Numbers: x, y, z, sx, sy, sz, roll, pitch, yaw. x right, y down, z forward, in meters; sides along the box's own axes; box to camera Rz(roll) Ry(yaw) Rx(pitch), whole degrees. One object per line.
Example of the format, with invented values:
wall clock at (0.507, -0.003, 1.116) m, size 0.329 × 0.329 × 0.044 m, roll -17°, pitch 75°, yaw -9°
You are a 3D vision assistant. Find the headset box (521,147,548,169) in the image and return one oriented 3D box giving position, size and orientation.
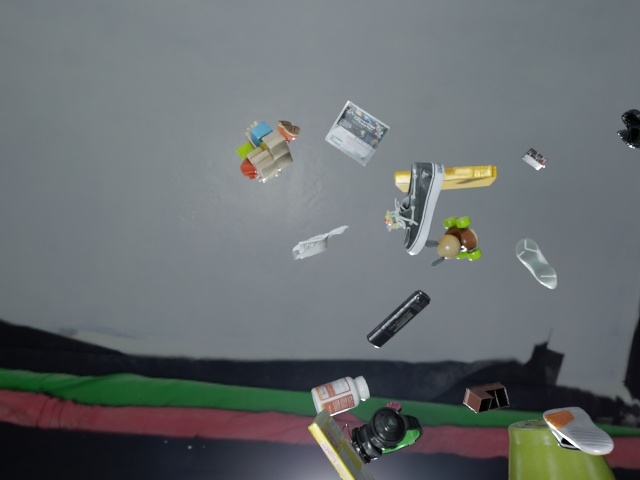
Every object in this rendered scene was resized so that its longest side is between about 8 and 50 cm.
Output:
headset box at (0.795, -0.299, 1.679) m, size 0.083 × 0.032 × 0.062 m, roll 41°, pitch -179°, yaw 8°

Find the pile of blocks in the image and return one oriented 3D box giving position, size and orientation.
pile of blocks at (-0.170, -0.222, 1.172) m, size 0.112 × 0.149 × 0.362 m, roll -34°, pitch -172°, yaw -8°

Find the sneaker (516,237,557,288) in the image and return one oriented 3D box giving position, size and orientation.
sneaker at (0.538, 0.059, 1.133) m, size 0.061 × 0.053 × 0.152 m, roll 39°, pitch -154°, yaw -42°

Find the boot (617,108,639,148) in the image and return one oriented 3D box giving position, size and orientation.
boot at (1.068, -0.298, 1.491) m, size 0.207 × 0.247 × 0.094 m, roll -1°, pitch 172°, yaw -36°

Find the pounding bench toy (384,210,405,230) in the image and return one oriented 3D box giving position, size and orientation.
pounding bench toy at (0.245, -0.075, 1.465) m, size 0.065 × 0.052 × 0.083 m, roll -11°, pitch 155°, yaw -8°

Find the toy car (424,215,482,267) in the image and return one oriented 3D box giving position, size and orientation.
toy car at (0.461, 0.018, 1.645) m, size 0.188 × 0.155 × 0.149 m, roll -25°, pitch -171°, yaw -17°

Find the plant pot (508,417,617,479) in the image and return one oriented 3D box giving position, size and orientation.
plant pot at (0.741, 0.743, 1.395) m, size 0.365 × 0.354 × 0.366 m, roll -6°, pitch 163°, yaw -2°

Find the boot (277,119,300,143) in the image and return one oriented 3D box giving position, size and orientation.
boot at (-0.120, -0.392, 1.698) m, size 0.059 × 0.085 × 0.158 m, roll -2°, pitch -154°, yaw -23°

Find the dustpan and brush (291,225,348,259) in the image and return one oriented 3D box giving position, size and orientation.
dustpan and brush at (0.000, 0.000, 1.546) m, size 0.210 × 0.061 × 0.147 m, roll -14°, pitch -169°, yaw -6°

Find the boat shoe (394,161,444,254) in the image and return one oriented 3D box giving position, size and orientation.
boat shoe at (0.270, -0.088, 1.320) m, size 0.104 × 0.307 × 0.113 m, roll 5°, pitch -136°, yaw -2°

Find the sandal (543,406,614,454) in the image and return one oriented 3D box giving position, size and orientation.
sandal at (0.621, 0.478, 1.098) m, size 0.101 × 0.076 × 0.265 m, roll -12°, pitch 178°, yaw 10°

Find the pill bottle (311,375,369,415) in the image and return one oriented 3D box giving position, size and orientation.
pill bottle at (0.082, 0.625, 1.833) m, size 0.215 × 0.121 × 0.121 m, roll -15°, pitch -169°, yaw -11°

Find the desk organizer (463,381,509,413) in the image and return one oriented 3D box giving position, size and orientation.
desk organizer at (0.450, 0.420, 1.215) m, size 0.130 × 0.047 × 0.050 m, roll 2°, pitch -166°, yaw -30°

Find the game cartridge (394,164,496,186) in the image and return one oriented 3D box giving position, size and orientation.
game cartridge at (0.434, -0.215, 1.585) m, size 0.323 × 0.053 × 0.285 m, roll -4°, pitch 180°, yaw 15°

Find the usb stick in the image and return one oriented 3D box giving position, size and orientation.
usb stick at (0.282, 0.288, 1.656) m, size 0.077 × 0.278 × 0.045 m, roll 37°, pitch -162°, yaw -21°

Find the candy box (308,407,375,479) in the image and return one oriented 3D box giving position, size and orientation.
candy box at (0.053, 0.469, 0.977) m, size 0.206 × 0.027 × 0.105 m, roll 53°, pitch -170°, yaw 11°

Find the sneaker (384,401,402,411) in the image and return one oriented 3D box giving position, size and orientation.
sneaker at (0.279, 0.707, 1.816) m, size 0.074 × 0.170 × 0.063 m, roll 40°, pitch -148°, yaw -1°

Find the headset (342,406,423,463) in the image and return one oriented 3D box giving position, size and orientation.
headset at (0.204, 0.725, 1.619) m, size 0.393 × 0.243 × 0.185 m, roll 17°, pitch -142°, yaw -32°

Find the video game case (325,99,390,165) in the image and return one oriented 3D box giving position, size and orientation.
video game case at (0.140, -0.409, 1.735) m, size 0.190 × 0.173 × 0.022 m, roll 33°, pitch -159°, yaw -3°
